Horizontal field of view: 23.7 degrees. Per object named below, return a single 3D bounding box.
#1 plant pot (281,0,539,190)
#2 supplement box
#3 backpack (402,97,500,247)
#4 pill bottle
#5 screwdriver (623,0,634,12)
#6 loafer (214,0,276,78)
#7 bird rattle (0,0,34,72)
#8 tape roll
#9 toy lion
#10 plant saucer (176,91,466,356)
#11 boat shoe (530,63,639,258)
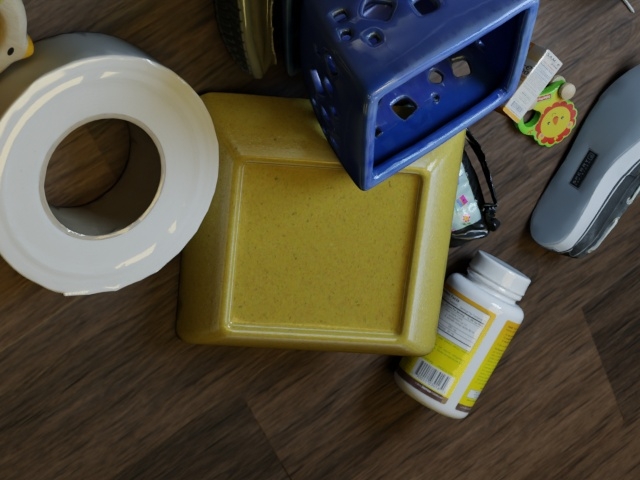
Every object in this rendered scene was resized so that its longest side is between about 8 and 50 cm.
[{"bbox_3d":[0.082,-0.233,1.706,0.236,0.212,0.236,-32,160,-14],"label":"plant pot"},{"bbox_3d":[0.260,-0.209,1.986,0.036,0.062,0.098,36,91,-35],"label":"supplement box"},{"bbox_3d":[0.139,-0.090,1.926,0.115,0.152,0.182,-28,118,-12],"label":"backpack"},{"bbox_3d":[0.197,0.126,2.071,0.117,0.117,0.215,25,98,-36],"label":"pill bottle"},{"bbox_3d":[0.381,-0.354,2.016,0.025,0.024,0.170,-34,133,23],"label":"screwdriver"},{"bbox_3d":[-0.071,-0.305,1.726,0.087,0.094,0.251,-15,119,-19],"label":"loafer"},{"bbox_3d":[-0.395,-0.226,1.559,0.253,0.143,0.207,-31,141,-11],"label":"bird rattle"},{"bbox_3d":[-0.261,-0.085,1.714,0.286,0.100,0.286,-13,118,-26],"label":"tape roll"},{"bbox_3d":[0.302,-0.169,2.053,0.100,0.034,0.096,-16,127,-23],"label":"toy lion"},{"bbox_3d":[0.000,0.000,1.843,0.332,0.081,0.333,4,112,-6],"label":"plant saucer"},{"bbox_3d":[0.414,-0.105,2.097,0.105,0.113,0.306,21,103,-42],"label":"boat shoe"}]
